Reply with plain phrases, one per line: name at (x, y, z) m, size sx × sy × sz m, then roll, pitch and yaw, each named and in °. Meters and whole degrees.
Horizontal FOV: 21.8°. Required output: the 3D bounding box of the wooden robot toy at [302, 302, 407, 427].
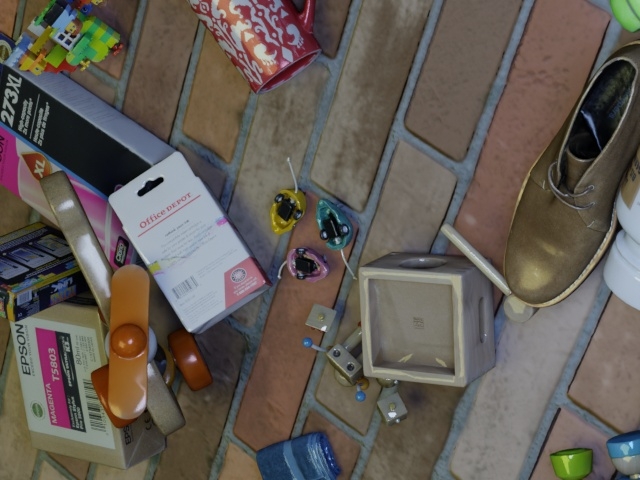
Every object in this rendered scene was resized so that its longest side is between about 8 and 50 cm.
wooden robot toy at (0.047, 0.150, 1.973) m, size 0.173 × 0.076 × 0.079 m, roll 45°, pitch 165°, yaw 18°

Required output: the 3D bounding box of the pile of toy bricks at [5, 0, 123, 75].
pile of toy bricks at (-0.298, -0.264, 2.077) m, size 0.105 × 0.118 × 0.212 m, roll 36°, pitch 124°, yaw -16°

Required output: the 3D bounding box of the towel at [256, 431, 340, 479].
towel at (-0.031, 0.283, 2.097) m, size 0.119 × 0.029 × 0.067 m, roll -22°, pitch 90°, yaw 43°

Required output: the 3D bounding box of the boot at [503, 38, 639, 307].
boot at (0.248, -0.060, 1.640) m, size 0.112 × 0.115 × 0.305 m, roll 34°, pitch 117°, yaw 20°

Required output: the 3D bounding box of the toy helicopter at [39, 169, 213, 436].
toy helicopter at (-0.257, 0.081, 2.035) m, size 0.235 × 0.140 × 0.355 m, roll -128°, pitch 13°, yaw -80°

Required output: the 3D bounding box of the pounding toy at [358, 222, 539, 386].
pounding toy at (0.154, 0.060, 1.820) m, size 0.206 × 0.094 × 0.181 m, roll 4°, pitch 104°, yaw 30°

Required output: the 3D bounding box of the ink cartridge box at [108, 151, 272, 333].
ink cartridge box at (-0.161, 0.002, 2.040) m, size 0.115 × 0.067 × 0.198 m, roll -33°, pitch 82°, yaw 3°

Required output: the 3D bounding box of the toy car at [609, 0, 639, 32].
toy car at (0.355, -0.256, 1.547) m, size 0.225 × 0.053 × 0.239 m, roll -30°, pitch 86°, yaw 43°

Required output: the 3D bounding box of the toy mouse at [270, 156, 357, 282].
toy mouse at (0.000, 0.000, 1.961) m, size 0.143 × 0.031 × 0.161 m, roll 37°, pitch 127°, yaw 25°

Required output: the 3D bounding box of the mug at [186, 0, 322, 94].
mug at (-0.072, -0.267, 1.869) m, size 0.150 × 0.113 × 0.169 m, roll -36°, pitch 85°, yaw 44°

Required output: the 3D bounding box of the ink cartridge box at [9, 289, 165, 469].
ink cartridge box at (-0.321, 0.179, 2.264) m, size 0.193 × 0.088 × 0.234 m, roll 5°, pitch 110°, yaw 38°

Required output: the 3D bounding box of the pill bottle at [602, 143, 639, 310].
pill bottle at (0.355, -0.046, 1.575) m, size 0.131 × 0.131 × 0.229 m, roll 35°, pitch 125°, yaw 26°

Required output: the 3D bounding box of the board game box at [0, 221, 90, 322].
board game box at (-0.393, 0.040, 2.214) m, size 0.141 × 0.170 × 0.048 m, roll 21°, pitch 120°, yaw 34°

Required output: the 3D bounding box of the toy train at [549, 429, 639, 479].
toy train at (0.277, 0.290, 1.797) m, size 0.248 × 0.105 × 0.143 m, roll -15°, pitch 86°, yaw 43°

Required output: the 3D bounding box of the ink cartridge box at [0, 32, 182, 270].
ink cartridge box at (-0.344, -0.121, 2.189) m, size 0.371 × 0.069 × 0.175 m, roll 35°, pitch 126°, yaw 28°
